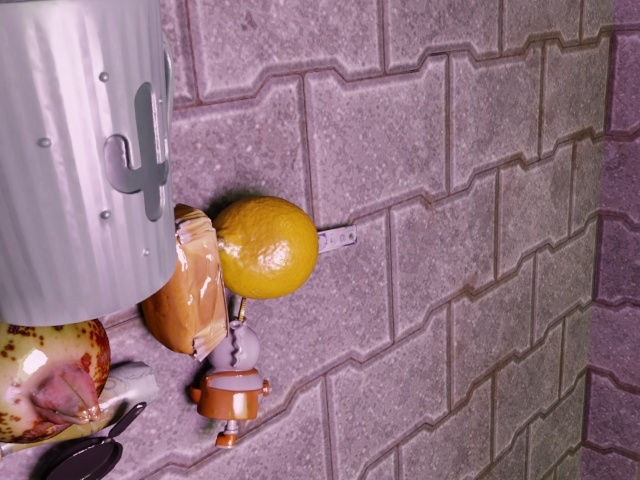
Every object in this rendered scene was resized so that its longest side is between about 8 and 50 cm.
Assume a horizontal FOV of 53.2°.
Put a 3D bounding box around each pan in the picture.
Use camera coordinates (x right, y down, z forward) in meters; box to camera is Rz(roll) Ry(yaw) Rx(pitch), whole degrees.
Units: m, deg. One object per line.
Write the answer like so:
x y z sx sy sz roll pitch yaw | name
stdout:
-0.347 0.324 1.001 0.235 0.028 0.136 -48 153 15 | pan

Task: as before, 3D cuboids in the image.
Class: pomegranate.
-0.369 0.181 0.857 0.214 0.247 0.214 -22 120 -46 | pomegranate

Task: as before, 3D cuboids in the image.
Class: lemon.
-0.103 0.012 1.136 0.244 0.186 0.187 2 99 -47 | lemon

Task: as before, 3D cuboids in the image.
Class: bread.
-0.232 0.066 1.044 0.107 0.136 0.241 -25 120 -40 | bread

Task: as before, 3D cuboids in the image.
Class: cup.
-0.302 -0.142 0.810 0.400 0.310 0.392 -24 122 -38 | cup

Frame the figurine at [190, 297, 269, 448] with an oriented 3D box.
-0.154 0.242 1.176 0.143 0.143 0.271 26 83 -46 | figurine

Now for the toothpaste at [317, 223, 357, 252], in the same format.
0.000 0.000 1.341 0.196 0.040 0.047 -13 105 -44 | toothpaste

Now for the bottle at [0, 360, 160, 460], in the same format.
-0.383 0.267 0.986 0.269 0.083 0.083 -18 113 -37 | bottle
